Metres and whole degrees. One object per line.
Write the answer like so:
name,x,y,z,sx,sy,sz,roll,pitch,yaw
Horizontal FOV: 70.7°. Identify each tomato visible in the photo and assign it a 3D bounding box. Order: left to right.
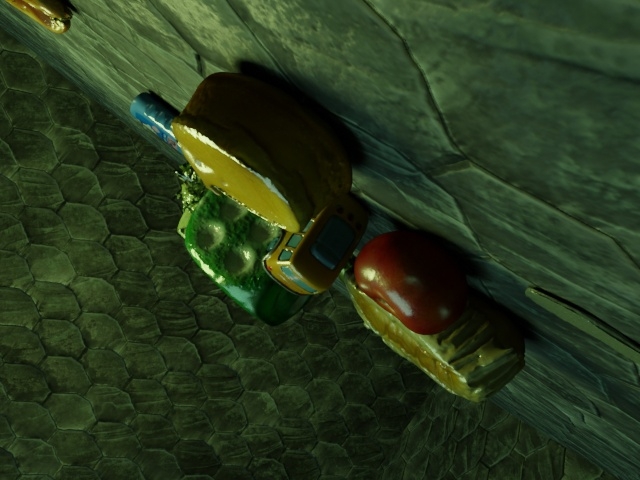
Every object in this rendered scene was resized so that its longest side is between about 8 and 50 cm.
tomato,0.153,0.064,0.756,0.195,0.136,0.195,39,173,6

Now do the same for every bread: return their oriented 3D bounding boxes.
bread,-0.083,-0.127,0.643,0.269,0.143,0.195,32,160,24
bread,0.226,0.155,0.936,0.388,0.183,0.236,40,161,34

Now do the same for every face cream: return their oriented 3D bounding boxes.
face cream,-0.414,-0.312,1.301,0.263,0.083,0.149,37,176,-3

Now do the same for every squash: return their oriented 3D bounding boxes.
squash,0.107,0.118,1.522,0.087,0.087,0.331,34,170,25

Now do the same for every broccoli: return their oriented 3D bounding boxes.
broccoli,-0.378,-0.115,1.557,0.293,0.281,0.348,26,158,48

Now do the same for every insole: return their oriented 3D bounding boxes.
insole,0.359,0.116,0.589,0.191,0.010,0.063,33,173,22

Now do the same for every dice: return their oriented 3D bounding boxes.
dice,-0.125,0.006,1.095,0.287,0.297,0.300,38,174,21

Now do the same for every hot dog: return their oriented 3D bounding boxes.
hot dog,-0.652,-0.552,0.997,0.249,0.068,0.100,34,159,6

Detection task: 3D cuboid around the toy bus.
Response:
toy bus,0.000,0.000,0.847,0.126,0.210,0.136,40,162,-19
